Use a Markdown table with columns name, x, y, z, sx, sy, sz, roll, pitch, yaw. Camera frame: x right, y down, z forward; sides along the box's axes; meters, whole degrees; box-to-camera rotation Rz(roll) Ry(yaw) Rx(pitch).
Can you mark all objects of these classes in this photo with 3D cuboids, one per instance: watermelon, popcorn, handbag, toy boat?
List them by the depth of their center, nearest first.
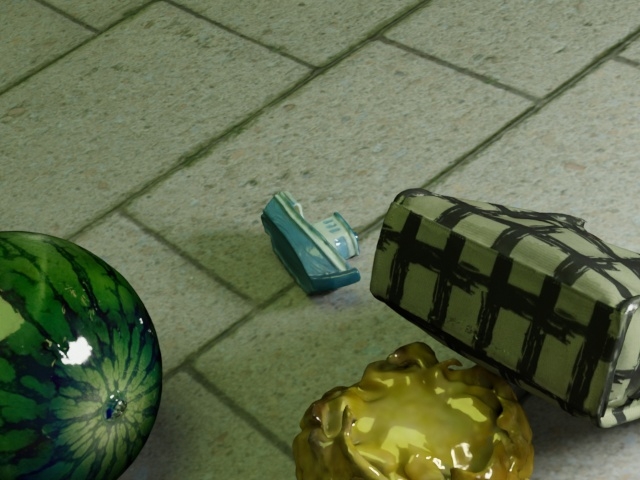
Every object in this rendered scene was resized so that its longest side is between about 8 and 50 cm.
| name | x | y | z | sx | sy | sz | roll | pitch | yaw |
| --- | --- | --- | --- | --- | --- | --- | --- | --- | --- |
| popcorn | 0.098 | 0.216 | 1.461 | 0.250 | 0.190 | 0.250 | 1 | 29 | 0 |
| handbag | 0.274 | 0.062 | 1.491 | 0.327 | 0.162 | 0.325 | -1 | 21 | -42 |
| watermelon | -0.351 | 0.153 | 1.635 | 0.363 | 0.363 | 0.363 | -13 | 37 | 10 |
| toy boat | 0.000 | 0.000 | 1.867 | 0.102 | 0.088 | 0.215 | -24 | 35 | -11 |
